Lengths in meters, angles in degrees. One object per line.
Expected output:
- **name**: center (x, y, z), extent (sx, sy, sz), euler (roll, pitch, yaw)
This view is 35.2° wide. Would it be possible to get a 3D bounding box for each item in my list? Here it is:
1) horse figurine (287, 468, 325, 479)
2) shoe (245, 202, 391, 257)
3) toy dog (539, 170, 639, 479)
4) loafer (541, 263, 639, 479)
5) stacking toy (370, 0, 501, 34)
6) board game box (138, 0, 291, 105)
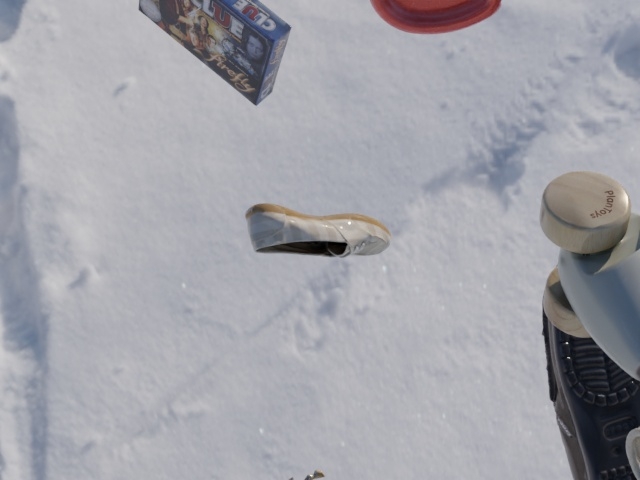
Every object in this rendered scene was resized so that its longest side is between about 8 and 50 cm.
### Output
- **horse figurine**: center (-0.017, 0.459, 1.506), extent (0.174, 0.263, 0.066), euler (-39, 25, -14)
- **shoe**: center (0.000, 0.000, 1.343), extent (0.219, 0.076, 0.058), euler (8, 57, -29)
- **toy dog**: center (0.330, 0.073, 0.917), extent (0.161, 0.220, 0.333), euler (-21, 67, -8)
- **loafer**: center (0.341, 0.195, 1.293), extent (0.134, 0.130, 0.365), euler (-5, 87, -16)
- **stacking toy**: center (0.143, -0.405, 1.114), extent (0.280, 0.309, 0.130), euler (-17, 35, 16)
- **board game box**: center (-0.161, -0.327, 1.482), extent (0.243, 0.165, 0.042), euler (39, 62, 8)
